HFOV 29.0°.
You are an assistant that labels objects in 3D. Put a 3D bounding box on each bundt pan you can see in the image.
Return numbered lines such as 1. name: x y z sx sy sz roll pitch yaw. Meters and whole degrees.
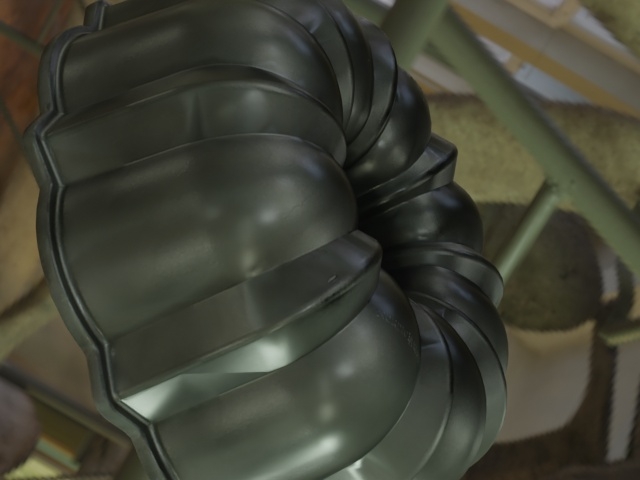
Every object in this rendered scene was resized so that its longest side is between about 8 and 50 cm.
1. bundt pan: 0.000 0.000 0.658 0.124 0.331 0.331 -22 -161 24
